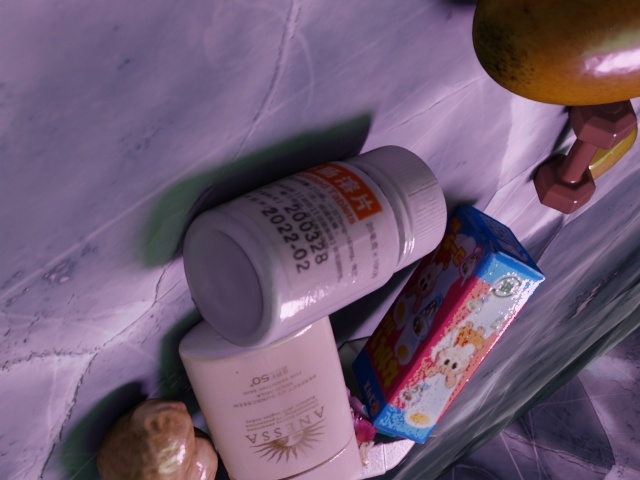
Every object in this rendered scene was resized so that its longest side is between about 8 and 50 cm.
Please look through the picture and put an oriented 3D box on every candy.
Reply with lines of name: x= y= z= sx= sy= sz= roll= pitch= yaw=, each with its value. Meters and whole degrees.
candy: x=0.170 y=0.117 z=1.596 sx=0.100 sy=0.157 sz=0.306 roll=26 pitch=108 yaw=-22

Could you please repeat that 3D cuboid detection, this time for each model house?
model house: x=0.084 y=0.236 z=1.786 sx=0.100 sy=0.149 sz=0.127 roll=-53 pitch=157 yaw=21

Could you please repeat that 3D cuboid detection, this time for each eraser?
eraser: x=-0.023 y=0.348 z=1.777 sx=0.352 sy=0.089 sz=0.061 roll=-11 pitch=109 yaw=-16

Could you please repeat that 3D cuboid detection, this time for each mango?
mango: x=0.314 y=-0.254 z=1.079 sx=0.378 sy=0.221 sz=0.264 roll=-29 pitch=164 yaw=-5

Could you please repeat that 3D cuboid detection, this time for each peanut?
peanut: x=-0.195 y=0.263 z=1.367 sx=0.137 sy=0.122 sz=0.253 roll=-37 pitch=156 yaw=-13

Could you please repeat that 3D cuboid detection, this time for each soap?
soap: x=0.453 y=-0.141 z=1.827 sx=0.140 sy=0.045 sz=0.089 roll=-43 pitch=157 yaw=3

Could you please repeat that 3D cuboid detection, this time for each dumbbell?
dumbbell: x=0.380 y=-0.129 z=1.658 sx=0.092 sy=0.082 sz=0.231 roll=-33 pitch=159 yaw=-25

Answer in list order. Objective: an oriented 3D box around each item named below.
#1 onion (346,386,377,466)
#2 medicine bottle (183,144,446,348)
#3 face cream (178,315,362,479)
onion: x=-0.026 y=0.270 z=1.628 sx=0.200 sy=0.200 sz=0.207 roll=-43 pitch=178 yaw=5
medicine bottle: x=0.000 y=0.000 z=1.129 sx=0.252 sy=0.144 sz=0.144 roll=-21 pitch=153 yaw=-38
face cream: x=-0.051 y=0.207 z=1.385 sx=0.173 sy=0.081 sz=0.348 roll=-19 pitch=136 yaw=-7
